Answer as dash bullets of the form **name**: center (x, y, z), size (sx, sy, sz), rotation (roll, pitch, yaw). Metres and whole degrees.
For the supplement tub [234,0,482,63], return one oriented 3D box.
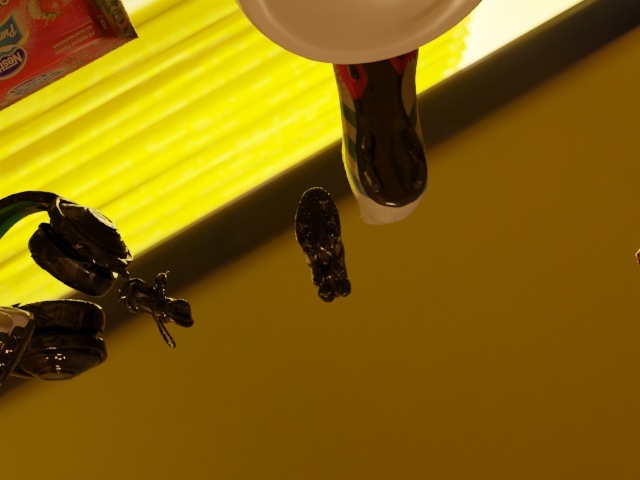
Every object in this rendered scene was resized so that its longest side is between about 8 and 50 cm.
- **supplement tub**: center (0.009, -0.331, 1.116), size (0.235, 0.235, 0.325), rotation (66, 6, -49)

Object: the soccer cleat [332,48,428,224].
- **soccer cleat**: center (0.062, -0.176, 1.638), size (0.143, 0.116, 0.331), rotation (118, -29, -71)

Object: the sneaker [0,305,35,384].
- **sneaker**: center (-0.345, 0.082, 1.088), size (0.118, 0.110, 0.292), rotation (33, 5, 10)

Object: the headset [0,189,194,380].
- **headset**: center (-0.335, 0.061, 1.712), size (0.394, 0.243, 0.185), rotation (10, -9, 30)

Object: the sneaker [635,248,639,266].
- **sneaker**: center (0.403, 0.022, 1.508), size (0.042, 0.067, 0.118), rotation (34, 1, -32)

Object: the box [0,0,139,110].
- **box**: center (-0.378, -0.255, 1.688), size (0.128, 0.257, 0.122), rotation (65, 18, -2)

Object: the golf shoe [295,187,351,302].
- **golf shoe**: center (0.000, 0.000, 2.209), size (0.094, 0.077, 0.198), rotation (-99, 180, -69)
